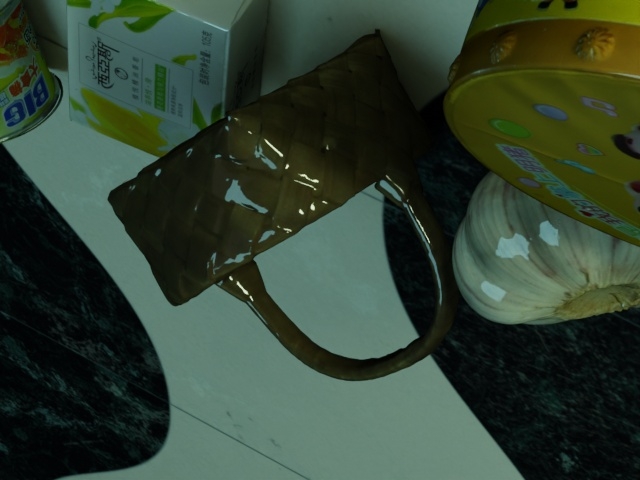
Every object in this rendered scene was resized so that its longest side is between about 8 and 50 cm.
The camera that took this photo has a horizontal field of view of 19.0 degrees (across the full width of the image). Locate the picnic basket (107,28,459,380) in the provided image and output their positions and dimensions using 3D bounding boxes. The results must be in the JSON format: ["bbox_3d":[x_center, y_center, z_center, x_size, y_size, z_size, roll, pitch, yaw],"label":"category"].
[{"bbox_3d":[0.000,0.000,1.928,0.337,0.337,0.293,47,135,-13],"label":"picnic basket"}]

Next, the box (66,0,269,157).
[{"bbox_3d":[-0.166,-0.207,2.060,0.194,0.111,0.260,22,147,11],"label":"box"}]

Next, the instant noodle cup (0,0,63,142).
[{"bbox_3d":[-0.420,-0.218,2.243,0.205,0.205,0.153,17,135,31],"label":"instant noodle cup"}]

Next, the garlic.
[{"bbox_3d":[0.230,-0.050,1.835,0.245,0.245,0.253,-44,60,57],"label":"garlic"}]

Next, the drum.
[{"bbox_3d":[0.317,-0.131,1.447,0.431,0.214,0.431,20,167,5],"label":"drum"}]
